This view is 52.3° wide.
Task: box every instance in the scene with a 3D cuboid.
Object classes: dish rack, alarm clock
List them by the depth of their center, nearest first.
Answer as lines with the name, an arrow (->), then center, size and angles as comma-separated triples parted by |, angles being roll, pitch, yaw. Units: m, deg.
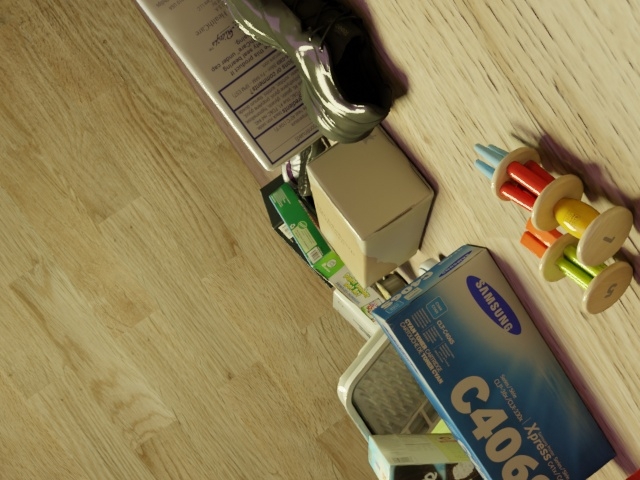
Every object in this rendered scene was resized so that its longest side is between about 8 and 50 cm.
dish rack -> 0.167, 0.299, 1.369 | 0.072, 0.285, 0.332 | 23, 151, 44
alarm clock -> 0.165, 0.121, 1.467 | 0.192, 0.064, 0.129 | 63, 165, -20

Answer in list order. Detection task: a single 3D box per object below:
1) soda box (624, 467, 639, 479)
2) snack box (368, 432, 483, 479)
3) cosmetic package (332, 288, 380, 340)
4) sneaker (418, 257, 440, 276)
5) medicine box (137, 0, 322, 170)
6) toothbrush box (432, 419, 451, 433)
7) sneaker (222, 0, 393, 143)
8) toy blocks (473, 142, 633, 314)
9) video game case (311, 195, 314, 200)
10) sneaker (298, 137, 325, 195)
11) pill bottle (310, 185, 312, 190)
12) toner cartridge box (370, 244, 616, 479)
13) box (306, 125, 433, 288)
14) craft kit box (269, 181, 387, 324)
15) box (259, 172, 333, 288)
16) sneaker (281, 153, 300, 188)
soda box -> 0.421, 0.390, 0.826 | 0.083, 0.092, 0.263 | 49, 172, 48
snack box -> 0.264, 0.410, 1.214 | 0.187, 0.322, 0.060 | 171, 99, -84
cosmetic package -> 0.162, 0.226, 1.731 | 0.284, 0.097, 0.377 | 46, 173, 9
sneaker -> 0.225, 0.146, 1.017 | 0.258, 0.091, 0.094 | 53, 174, 14
medicine box -> -0.116, -0.274, 0.941 | 0.289, 0.149, 0.263 | 54, -179, -21
toothbrush box -> 0.306, 0.513, 1.841 | 0.283, 0.206, 0.122 | 52, 173, 22
sneaker -> -0.008, -0.248, 0.754 | 0.286, 0.109, 0.130 | 49, 165, -11
toy blocks -> 0.192, -0.019, 0.563 | 0.148, 0.054, 0.123 | 49, 171, 44
video game case -> -0.034, -0.179, 1.521 | 0.329, 0.036, 0.300 | 55, 174, 1
sneaker -> 0.005, -0.143, 1.288 | 0.051, 0.089, 0.170 | 37, 125, 56
pill bottle -> 0.050, -0.065, 1.260 | 0.152, 0.086, 0.086 | 58, 173, -33
toner cartridge box -> 0.234, 0.194, 0.879 | 0.347, 0.165, 0.075 | 55, 173, -9
box -> 0.076, -0.042, 1.017 | 0.148, 0.121, 0.311 | 54, 174, 17
craft kit box -> 0.022, 0.026, 1.329 | 0.246, 0.061, 0.250 | 48, -174, -43
box -> -0.029, -0.029, 1.669 | 0.261, 0.103, 0.184 | 48, -171, -37
sneaker -> -0.040, -0.215, 1.321 | 0.083, 0.098, 0.223 | -53, -45, -52
